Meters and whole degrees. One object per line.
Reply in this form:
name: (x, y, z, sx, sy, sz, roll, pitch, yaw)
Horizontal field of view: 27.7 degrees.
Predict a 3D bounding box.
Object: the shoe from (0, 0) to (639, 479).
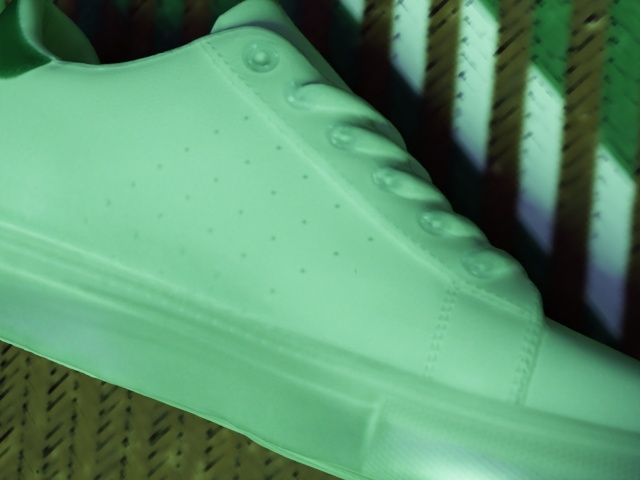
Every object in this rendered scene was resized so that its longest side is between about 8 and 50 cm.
shoe: (0.000, 0.000, 0.483, 0.363, 0.132, 0.160, 17, 80, 22)
